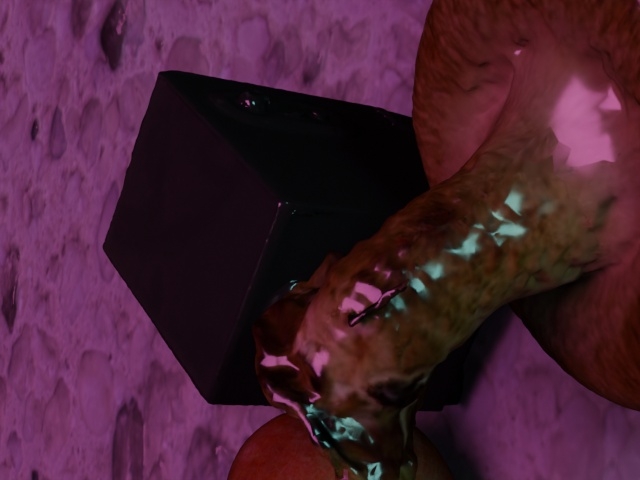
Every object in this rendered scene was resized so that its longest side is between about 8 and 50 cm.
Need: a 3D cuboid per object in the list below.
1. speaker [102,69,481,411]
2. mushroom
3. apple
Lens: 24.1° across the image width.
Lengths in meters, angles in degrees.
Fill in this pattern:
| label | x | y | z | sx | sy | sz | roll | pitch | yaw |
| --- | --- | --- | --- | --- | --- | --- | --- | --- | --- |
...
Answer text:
| label | x | y | z | sx | sy | sz | roll | pitch | yaw |
| --- | --- | --- | --- | --- | --- | --- | --- | --- | --- |
| speaker | 0.000 | 0.000 | 1.182 | 0.232 | 0.254 | 0.184 | 48 | 123 | 48 |
| mushroom | 0.140 | -0.050 | 0.931 | 0.334 | 0.356 | 0.331 | 103 | 162 | -45 |
| apple | 0.013 | 0.219 | 1.183 | 0.174 | 0.188 | 0.188 | -6 | 79 | 60 |
